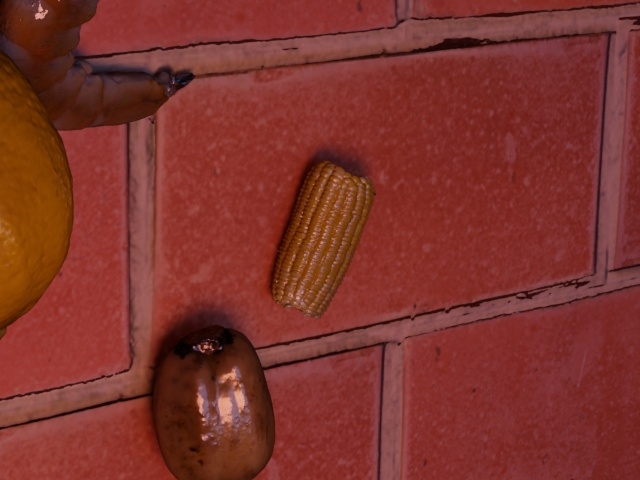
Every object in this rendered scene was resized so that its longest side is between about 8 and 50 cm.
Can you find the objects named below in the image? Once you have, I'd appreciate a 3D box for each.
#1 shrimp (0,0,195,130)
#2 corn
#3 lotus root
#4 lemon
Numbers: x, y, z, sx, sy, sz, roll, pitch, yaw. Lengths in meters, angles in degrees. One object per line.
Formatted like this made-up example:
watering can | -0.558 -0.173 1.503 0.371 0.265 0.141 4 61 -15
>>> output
shrimp | -0.218 -0.179 1.631 0.185 0.068 0.287 -35 144 -10
corn | 0.000 0.000 1.885 0.085 0.063 0.165 22 91 -48
lotus root | -0.110 0.192 1.825 0.125 0.118 0.221 -5 112 -2
lemon | -0.338 -0.053 1.500 0.245 0.245 0.320 -30 113 -27
